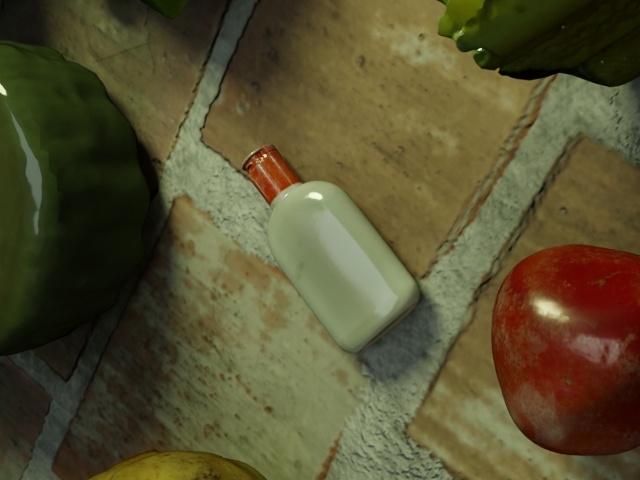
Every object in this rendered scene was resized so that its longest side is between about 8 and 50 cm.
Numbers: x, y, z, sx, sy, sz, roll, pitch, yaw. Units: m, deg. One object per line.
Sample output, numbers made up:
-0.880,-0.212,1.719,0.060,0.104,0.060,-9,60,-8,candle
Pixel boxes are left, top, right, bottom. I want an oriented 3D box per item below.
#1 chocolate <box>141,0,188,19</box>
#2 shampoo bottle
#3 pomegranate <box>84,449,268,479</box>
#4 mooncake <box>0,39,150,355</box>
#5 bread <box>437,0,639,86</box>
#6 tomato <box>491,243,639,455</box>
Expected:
-0.178,-0.415,0.956,0.289,0.137,0.301,38,94,22,chocolate
0.000,0.000,0.998,0.108,0.051,0.221,-45,75,29,shampoo bottle
-0.156,0.340,1.012,0.281,0.281,0.281,4,99,30,pomegranate
-0.364,-0.049,1.123,0.356,0.194,0.356,6,103,27,mooncake
0.262,-0.275,0.708,0.377,0.251,0.208,-28,66,32,bread
0.225,0.094,0.826,0.187,0.151,0.187,5,102,25,tomato
